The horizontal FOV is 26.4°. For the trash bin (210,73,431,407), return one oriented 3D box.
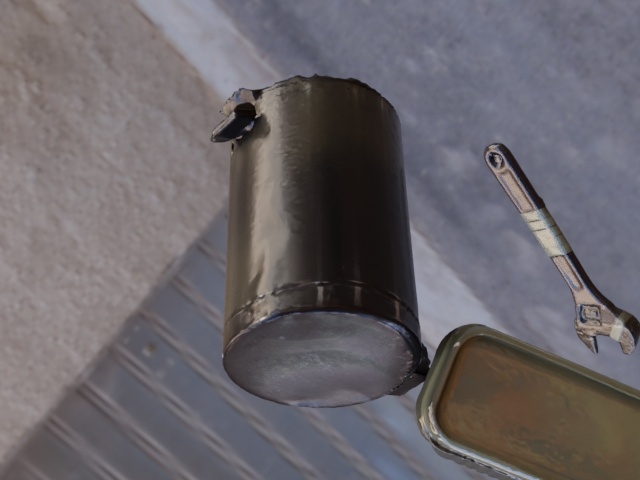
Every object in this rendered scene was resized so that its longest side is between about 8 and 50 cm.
[{"bbox_3d":[0.000,0.000,1.448,0.252,0.301,0.203,21,139,-30],"label":"trash bin"}]

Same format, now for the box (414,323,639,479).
[{"bbox_3d":[0.229,0.206,1.421,0.274,0.138,0.178,23,163,4],"label":"box"}]

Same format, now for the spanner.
[{"bbox_3d":[0.293,0.014,1.705,0.316,0.024,0.087,56,141,-5],"label":"spanner"}]
